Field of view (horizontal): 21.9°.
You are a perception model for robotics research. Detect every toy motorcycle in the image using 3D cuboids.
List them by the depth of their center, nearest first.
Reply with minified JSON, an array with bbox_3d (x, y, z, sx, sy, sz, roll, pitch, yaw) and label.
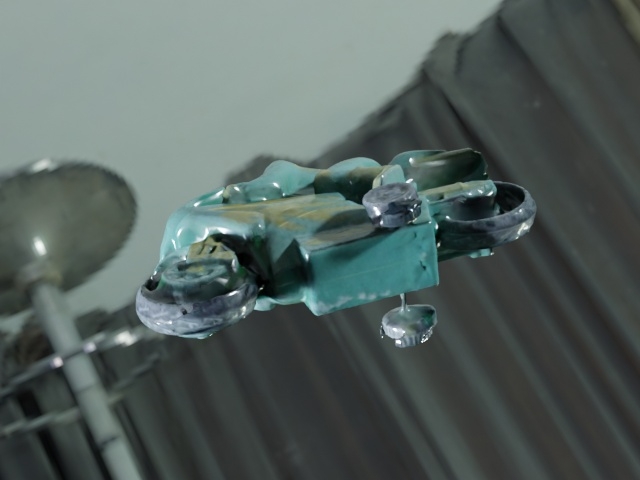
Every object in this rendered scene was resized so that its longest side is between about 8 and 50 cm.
[{"bbox_3d":[0.002,0.000,1.192,0.296,0.198,0.109,-14,113,-13],"label":"toy motorcycle"}]
